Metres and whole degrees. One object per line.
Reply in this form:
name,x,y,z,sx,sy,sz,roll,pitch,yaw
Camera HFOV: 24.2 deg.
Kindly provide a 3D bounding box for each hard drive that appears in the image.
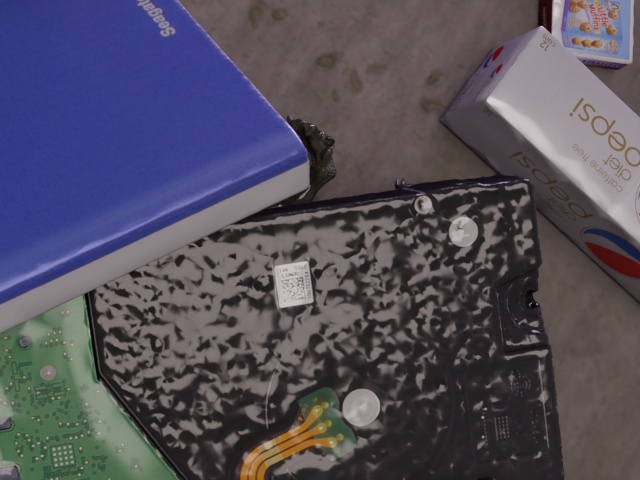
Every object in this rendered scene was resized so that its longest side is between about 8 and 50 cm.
hard drive,-0.196,-0.038,0.801,0.319,0.040,0.210,-26,53,-20
hard drive,-0.033,0.099,0.858,0.339,0.064,0.236,-9,97,-12

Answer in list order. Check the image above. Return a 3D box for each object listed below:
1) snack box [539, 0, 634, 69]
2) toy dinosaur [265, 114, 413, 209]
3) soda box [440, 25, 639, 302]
snack box,0.185,-0.210,1.026,0.064,0.022,0.178,5,83,-20
toy dinosaur,0.000,0.000,0.921,0.268,0.064,0.118,31,88,-15
soda box,0.187,-0.040,0.982,0.216,0.074,0.069,40,73,-11
